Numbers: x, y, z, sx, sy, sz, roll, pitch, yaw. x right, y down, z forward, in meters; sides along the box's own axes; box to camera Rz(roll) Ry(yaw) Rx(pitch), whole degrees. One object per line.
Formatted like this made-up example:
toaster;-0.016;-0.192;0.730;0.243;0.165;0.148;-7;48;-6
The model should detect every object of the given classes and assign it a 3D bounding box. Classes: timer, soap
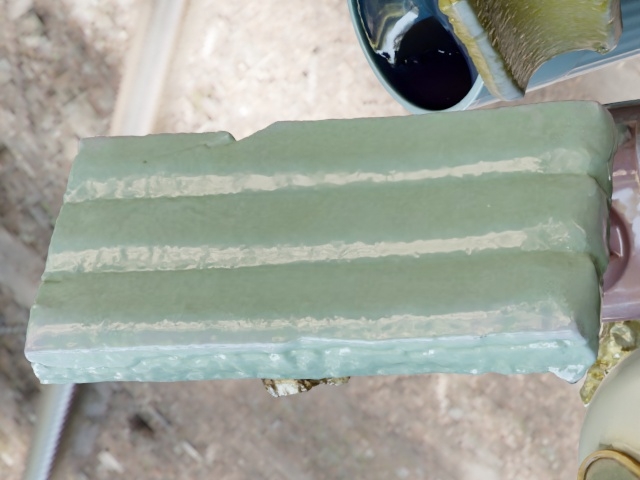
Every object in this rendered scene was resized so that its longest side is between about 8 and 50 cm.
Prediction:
timer;0.349;0.192;1.234;0.233;0.240;0.234;-2;86;30
soap;0.117;-0.287;1.110;0.293;0.156;0.335;66;-170;14

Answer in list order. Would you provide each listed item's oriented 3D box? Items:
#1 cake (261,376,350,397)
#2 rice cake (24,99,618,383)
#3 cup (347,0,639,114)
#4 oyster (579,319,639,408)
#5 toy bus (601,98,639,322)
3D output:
cake;-0.035;0.062;1.675;0.112;0.246;0.135;-14;118;7
rice cake;0.000;0.000;0.580;0.237;0.127;0.043;-1;146;14
cup;0.204;-0.305;1.526;0.331;0.311;0.257;46;142;41
oyster;0.375;0.027;1.450;0.110;0.341;0.166;47;-171;-21
toy bus;0.275;-0.020;1.221;0.294;0.232;0.197;-7;100;16
